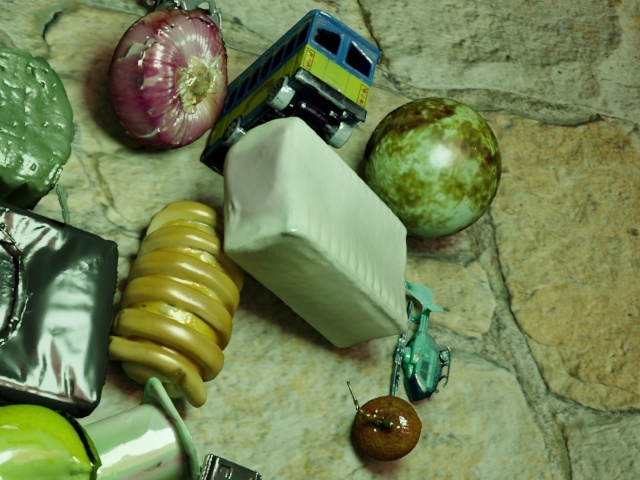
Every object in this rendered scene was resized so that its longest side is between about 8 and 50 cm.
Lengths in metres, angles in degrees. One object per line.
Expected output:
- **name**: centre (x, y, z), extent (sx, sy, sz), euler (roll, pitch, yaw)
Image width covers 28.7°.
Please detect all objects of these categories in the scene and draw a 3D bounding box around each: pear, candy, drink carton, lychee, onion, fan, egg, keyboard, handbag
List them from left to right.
- **pear**: centre (-0.402, 0.317, 1.468), extent (0.292, 0.159, 0.292), euler (16, 60, -29)
- **handbag**: centre (-0.392, 0.089, 1.655), extent (0.244, 0.088, 0.275), euler (21, 56, -29)
- **fan**: centre (-0.353, -0.053, 1.722), extent (0.083, 0.004, 0.056), euler (-106, -178, -75)
- **drink carton**: centre (-0.255, 0.285, 1.621), extent (0.142, 0.146, 0.144), euler (-19, 62, -33)
- **onion**: centre (-0.251, -0.254, 1.924), extent (0.230, 0.163, 0.230), euler (-42, 140, -50)
- **keyboard**: centre (-0.147, 0.408, 1.697), extent (0.094, 0.025, 0.230), euler (27, 60, -21)
- **candy**: centre (-0.002, -0.002, 1.902), extent (0.359, 0.145, 0.208), euler (42, 40, -44)
- **lychee**: centre (0.095, 0.288, 1.932), extent (0.114, 0.101, 0.140), euler (42, 22, 31)
- **egg**: centre (0.196, -0.134, 2.160), extent (0.238, 0.238, 0.289), euler (43, 33, -12)

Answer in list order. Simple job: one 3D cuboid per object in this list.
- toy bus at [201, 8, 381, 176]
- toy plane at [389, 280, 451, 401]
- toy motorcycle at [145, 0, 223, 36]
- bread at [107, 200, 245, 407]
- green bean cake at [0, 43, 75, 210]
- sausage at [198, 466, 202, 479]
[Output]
- **toy bus**: centre (-0.050, -0.209, 1.960), extent (0.138, 0.288, 0.175), euler (31, 51, -23)
- **toy plane**: centre (0.166, 0.180, 2.089), extent (0.096, 0.060, 0.235), euler (20, 58, -14)
- **toy motorcycle**: centre (-0.222, -0.350, 2.047), extent (0.118, 0.084, 0.212), euler (-12, 87, -44)
- **bread**: centre (-0.195, 0.074, 1.800), extent (0.173, 0.121, 0.311), euler (30, 48, -23)
- **green bean cake**: centre (-0.460, -0.167, 1.721), extent (0.227, 0.125, 0.222), euler (17, 57, -38)
- **sausage**: centre (-0.156, 0.350, 1.745), extent (0.132, 0.024, 0.024), euler (54, 45, -2)
